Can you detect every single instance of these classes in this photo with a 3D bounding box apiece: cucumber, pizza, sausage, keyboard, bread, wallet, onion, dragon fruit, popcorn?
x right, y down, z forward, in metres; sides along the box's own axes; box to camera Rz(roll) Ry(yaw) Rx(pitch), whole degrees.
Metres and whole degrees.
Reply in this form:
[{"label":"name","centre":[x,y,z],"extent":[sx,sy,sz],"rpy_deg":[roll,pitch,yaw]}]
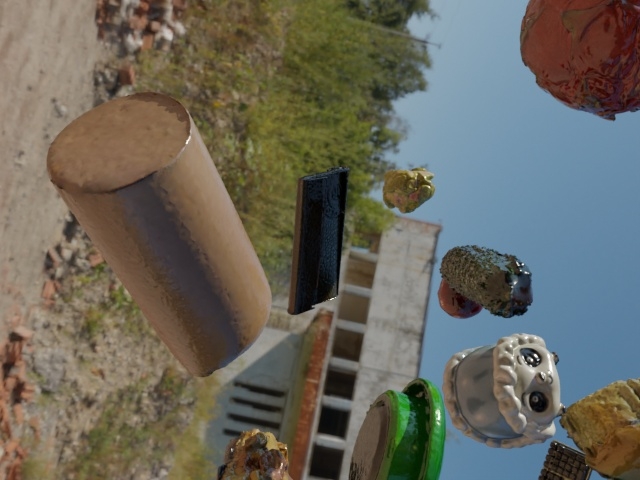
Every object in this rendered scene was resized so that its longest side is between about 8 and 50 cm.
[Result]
[{"label":"cucumber","centre":[0.257,0.056,1.052],"extent":[0.359,0.096,0.096],"rpy_deg":[-92,-165,-88]},{"label":"pizza","centre":[-0.095,0.463,1.170],"extent":[0.408,0.114,0.277],"rpy_deg":[77,6,-48]},{"label":"sausage","centre":[-0.126,0.005,0.615],"extent":[0.252,0.123,0.123],"rpy_deg":[71,20,-44]},{"label":"keyboard","centre":[0.449,0.564,1.385],"extent":[0.106,0.027,0.316],"rpy_deg":[15,-97,50]},{"label":"bread","centre":[0.548,0.308,1.142],"extent":[0.174,0.252,0.132],"rpy_deg":[-109,-148,-69]},{"label":"wallet","centre":[0.000,0.000,1.185],"extent":[0.133,0.039,0.243],"rpy_deg":[-20,121,-49]},{"label":"onion","centre":[0.364,0.141,1.780],"extent":[0.131,0.131,0.131],"rpy_deg":[-167,-90,-86]},{"label":"dragon fruit","centre":[0.490,-0.359,1.198],"extent":[0.342,0.278,0.277],"rpy_deg":[54,-36,33]},{"label":"popcorn","centre":[0.182,-0.111,1.436],"extent":[0.109,0.097,0.089],"rpy_deg":[-12,-123,37]}]

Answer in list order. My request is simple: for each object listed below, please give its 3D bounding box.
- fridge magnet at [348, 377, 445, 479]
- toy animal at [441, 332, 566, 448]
[{"label":"fridge magnet","centre":[0.093,0.267,0.841],"extent":[0.208,0.088,0.207],"rpy_deg":[-161,-90,-83]},{"label":"toy animal","centre":[0.338,0.273,1.290],"extent":[0.204,0.156,0.208],"rpy_deg":[-32,-131,50]}]
